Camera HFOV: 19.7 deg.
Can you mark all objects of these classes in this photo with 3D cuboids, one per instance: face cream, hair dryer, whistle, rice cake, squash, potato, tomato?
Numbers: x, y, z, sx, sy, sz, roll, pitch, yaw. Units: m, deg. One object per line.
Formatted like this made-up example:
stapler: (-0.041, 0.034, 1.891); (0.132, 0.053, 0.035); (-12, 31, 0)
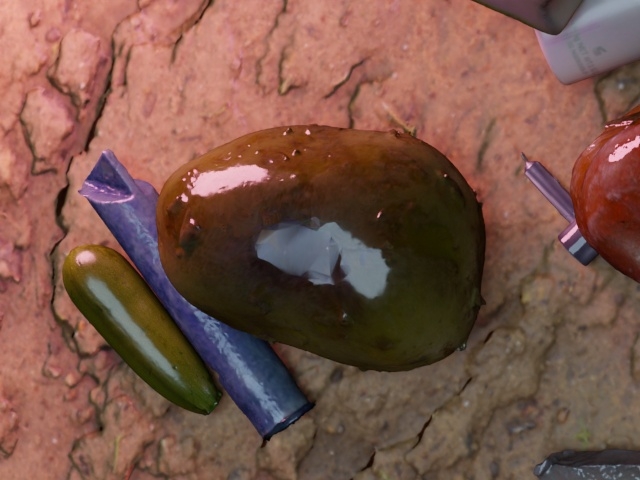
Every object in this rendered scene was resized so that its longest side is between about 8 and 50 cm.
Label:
face cream: (0.346, -0.231, 1.521); (0.345, 0.102, 0.102); (-19, 86, 17)
hair dryer: (0.215, -0.039, 1.607); (0.063, 0.037, 0.114); (-46, 71, 12)
whistle: (-0.117, 0.047, 1.702); (0.062, 0.062, 0.304); (-40, 79, 15)
rice cake: (0.317, 0.203, 1.568); (0.269, 0.055, 0.049); (-2, 103, 18)
squash: (-0.165, 0.083, 1.718); (0.066, 0.066, 0.201); (-44, 85, 14)
potato: (0.000, 0.000, 1.604); (0.307, 0.173, 0.210); (10, 96, 15)
tomato: (0.284, -0.048, 1.498); (0.155, 0.214, 0.181); (-23, 99, 35)

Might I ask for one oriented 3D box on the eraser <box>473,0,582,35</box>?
eraser: (0.178, -0.330, 1.528); (0.210, 0.092, 0.274); (27, 77, 20)
